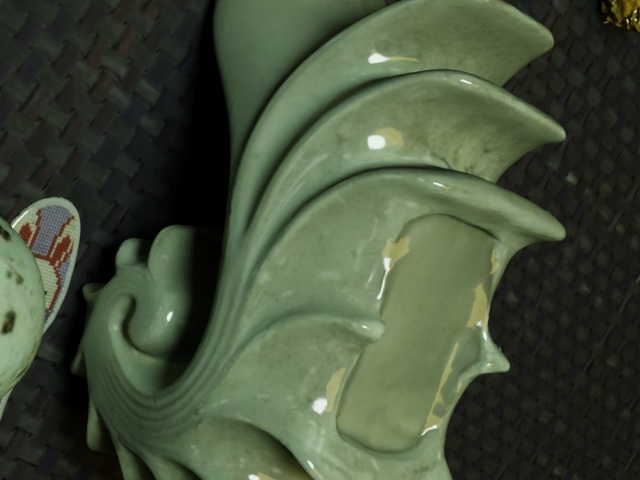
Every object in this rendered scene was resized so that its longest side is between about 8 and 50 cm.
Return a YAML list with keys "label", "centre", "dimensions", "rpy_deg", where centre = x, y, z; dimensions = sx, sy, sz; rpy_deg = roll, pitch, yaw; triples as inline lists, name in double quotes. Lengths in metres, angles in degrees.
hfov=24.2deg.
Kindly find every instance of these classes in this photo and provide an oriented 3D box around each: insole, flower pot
- label: "insole"
  centre: [-0.199, 0.064, 0.919]
  dimensions: [0.065, 0.004, 0.197]
  rpy_deg: [22, 93, -45]
- label: "flower pot"
  centre: [0.000, 0.000, 0.893]
  dimensions: [0.164, 0.254, 0.367]
  rpy_deg: [18, 97, -45]

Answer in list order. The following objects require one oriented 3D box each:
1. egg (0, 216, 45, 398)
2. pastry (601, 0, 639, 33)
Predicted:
- label: "egg"
  centre: [-0.227, 0.048, 0.803]
  dimensions: [0.164, 0.131, 0.131]
  rpy_deg: [-35, 129, -8]
- label: "pastry"
  centre: [0.252, -0.228, 1.137]
  dimensions: [0.056, 0.080, 0.140]
  rpy_deg: [-8, 114, -27]
